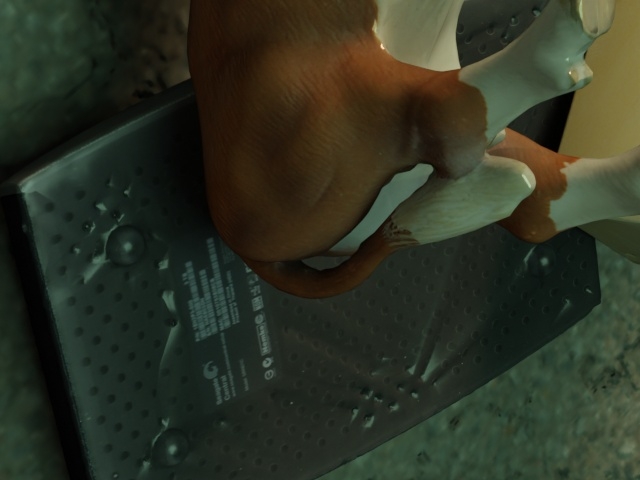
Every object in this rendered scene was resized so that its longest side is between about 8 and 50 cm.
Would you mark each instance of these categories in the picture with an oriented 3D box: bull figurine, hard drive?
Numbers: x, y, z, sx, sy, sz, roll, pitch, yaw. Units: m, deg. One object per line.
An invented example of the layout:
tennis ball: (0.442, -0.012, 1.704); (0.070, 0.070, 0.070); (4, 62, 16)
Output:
bull figurine: (0.015, -0.135, 0.529); (0.101, 0.188, 0.310); (-19, 106, -50)
hard drive: (0.000, 0.000, 0.661); (0.255, 0.054, 0.172); (-25, 118, -30)

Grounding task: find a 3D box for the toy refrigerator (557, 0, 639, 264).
toy refrigerator: (0.181, -0.123, 0.708); (0.102, 0.094, 0.269); (24, 80, -55)
